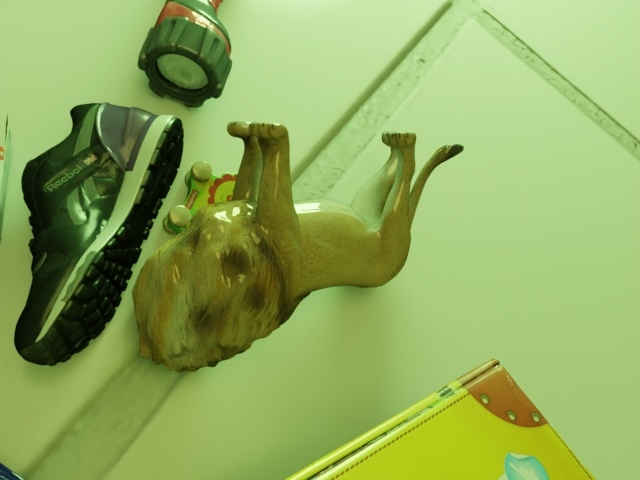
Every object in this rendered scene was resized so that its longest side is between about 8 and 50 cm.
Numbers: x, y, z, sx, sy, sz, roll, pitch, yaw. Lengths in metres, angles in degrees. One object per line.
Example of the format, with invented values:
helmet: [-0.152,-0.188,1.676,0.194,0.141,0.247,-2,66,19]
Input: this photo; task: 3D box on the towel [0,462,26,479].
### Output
towel: [-0.353,0.282,0.416,0.228,0.076,0.308,31,60,1]

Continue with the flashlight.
flashlight: [-0.133,-0.311,0.750,0.103,0.103,0.304,36,54,-36]

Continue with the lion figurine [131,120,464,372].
lion figurine: [0.000,0.000,0.639,0.392,0.142,0.240,-4,102,-31]

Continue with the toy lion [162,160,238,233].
toy lion: [-0.114,-0.037,0.677,0.096,0.034,0.100,29,60,-17]

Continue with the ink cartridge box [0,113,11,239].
ink cartridge box: [-0.320,-0.060,0.580,0.029,0.063,0.115,4,66,-23]

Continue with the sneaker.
sneaker: [-0.241,-0.018,0.589,0.124,0.107,0.283,16,58,1]

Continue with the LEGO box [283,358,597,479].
LEGO box: [0.042,0.347,0.372,0.500,0.193,0.372,-15,58,-39]
